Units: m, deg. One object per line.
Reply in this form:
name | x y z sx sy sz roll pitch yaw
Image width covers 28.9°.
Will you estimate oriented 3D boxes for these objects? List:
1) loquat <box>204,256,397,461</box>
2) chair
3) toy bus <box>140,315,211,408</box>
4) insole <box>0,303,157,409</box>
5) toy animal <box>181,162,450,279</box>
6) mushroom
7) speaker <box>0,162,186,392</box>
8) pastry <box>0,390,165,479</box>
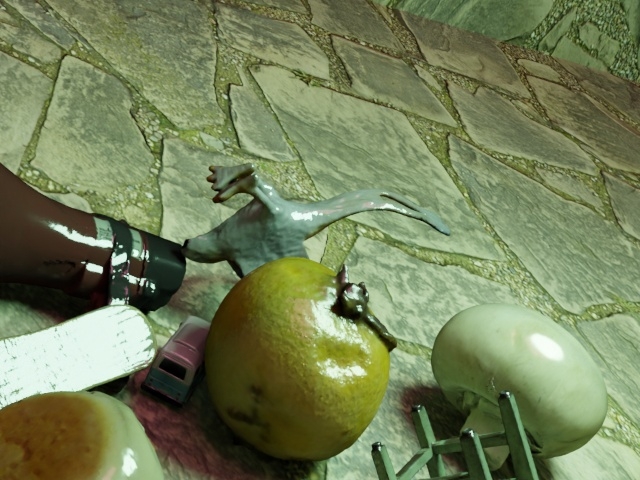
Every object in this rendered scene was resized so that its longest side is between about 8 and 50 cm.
loquat | -0.023 0.135 1.463 0.243 0.244 0.244 20 26 -10
chair | 0.180 0.327 1.438 0.136 0.147 0.271 -32 104 -57
toy bus | -0.164 0.141 1.512 0.060 0.075 0.123 27 26 4
insole | -0.312 0.149 1.344 0.348 0.009 0.119 -22 82 -46
toy animal | -0.014 -0.011 1.622 0.302 0.284 0.225 45 11 -41
mushroom | 0.254 0.204 1.639 0.246 0.202 0.246 30 -16 10
speaker | -0.307 0.025 1.497 0.329 0.198 0.259 20 12 -29
pastry | -0.253 0.243 1.080 0.264 0.133 0.265 -15 37 12
